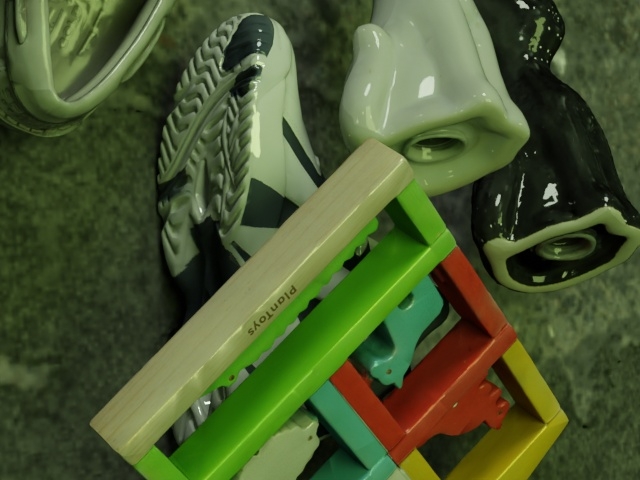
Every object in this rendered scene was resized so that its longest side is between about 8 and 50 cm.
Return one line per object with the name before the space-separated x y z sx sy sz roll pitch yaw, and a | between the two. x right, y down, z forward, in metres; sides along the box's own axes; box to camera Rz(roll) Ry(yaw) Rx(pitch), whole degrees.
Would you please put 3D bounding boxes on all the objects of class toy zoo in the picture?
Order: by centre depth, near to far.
toy zoo | 0.027 0.106 0.830 0.192 0.030 0.293 -46 135 -9

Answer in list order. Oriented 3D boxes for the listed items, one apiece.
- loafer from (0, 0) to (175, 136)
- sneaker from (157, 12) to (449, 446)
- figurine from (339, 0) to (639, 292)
loafer | -0.082 -0.199 0.773 0.112 0.111 0.319 23 84 -33
sneaker | 0.000 0.000 0.858 0.153 0.094 0.235 0 87 -37
figurine | 0.081 -0.104 0.886 0.215 0.092 0.209 34 39 -45
